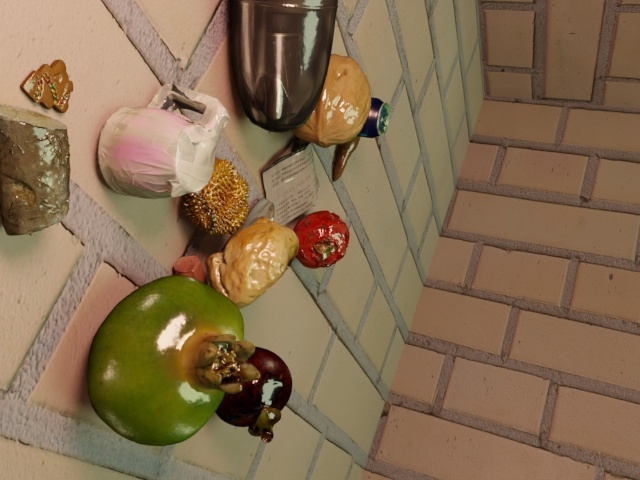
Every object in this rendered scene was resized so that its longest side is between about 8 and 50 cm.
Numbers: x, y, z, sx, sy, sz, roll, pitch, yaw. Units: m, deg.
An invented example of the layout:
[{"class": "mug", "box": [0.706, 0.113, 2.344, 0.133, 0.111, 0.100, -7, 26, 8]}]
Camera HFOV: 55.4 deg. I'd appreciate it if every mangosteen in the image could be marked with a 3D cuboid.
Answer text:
[{"class": "mangosteen", "box": [-0.166, 0.374, 1.512, 0.216, 0.216, 0.216, -40, 136, -55]}]

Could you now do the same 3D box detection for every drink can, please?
[{"class": "drink can", "box": [0.091, -0.361, 1.759, 0.118, 0.205, 0.118, -41, 137, -53]}]

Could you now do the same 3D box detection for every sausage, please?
[{"class": "sausage", "box": [-0.274, 0.115, 1.348, 0.065, 0.065, 0.169, -54, 145, -44]}]

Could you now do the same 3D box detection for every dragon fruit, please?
[{"class": "dragon fruit", "box": [0.000, 0.000, 1.774, 0.209, 0.172, 0.172, -36, 134, -68]}]

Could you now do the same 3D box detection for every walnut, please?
[{"class": "walnut", "box": [0.020, -0.358, 1.577, 0.225, 0.225, 0.260, 67, 27, -52]}]

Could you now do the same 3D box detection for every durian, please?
[{"class": "durian", "box": [-0.218, -0.084, 1.298, 0.158, 0.137, 0.168, 57, 37, -30]}]

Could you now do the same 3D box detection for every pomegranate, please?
[{"class": "pomegranate", "box": [-0.272, 0.195, 1.080, 0.216, 0.359, 0.309, 40, 59, -28]}]

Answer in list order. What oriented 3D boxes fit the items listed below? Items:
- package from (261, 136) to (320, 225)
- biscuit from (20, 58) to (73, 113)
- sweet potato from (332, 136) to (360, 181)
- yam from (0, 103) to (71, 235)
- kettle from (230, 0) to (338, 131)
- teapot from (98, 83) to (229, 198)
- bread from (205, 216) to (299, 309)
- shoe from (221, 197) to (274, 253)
[{"class": "package", "box": [-0.069, -0.163, 1.678, 0.251, 0.062, 0.203, -48, 141, -42]}, {"class": "biscuit", "box": [-0.415, -0.236, 0.930, 0.092, 0.016, 0.082, -24, 123, -63]}, {"class": "sweet potato", "box": [0.092, -0.314, 1.972, 0.078, 0.058, 0.255, 93, 20, -73]}, {"class": "yam", "box": [-0.418, -0.101, 0.886, 0.107, 0.107, 0.183, -29, 130, -60]}, {"class": "kettle", "box": [-0.091, -0.411, 1.372, 0.321, 0.229, 0.324, -101, -165, -64]}, {"class": "teapot", "box": [-0.264, -0.165, 1.095, 0.221, 0.178, 0.163, -53, 146, -46]}, {"class": "bread", "box": [-0.153, 0.044, 1.333, 0.244, 0.134, 0.244, -42, -176, 3]}, {"class": "shoe", "box": [-0.157, 0.000, 1.508, 0.103, 0.100, 0.251, 74, 34, -48]}]
